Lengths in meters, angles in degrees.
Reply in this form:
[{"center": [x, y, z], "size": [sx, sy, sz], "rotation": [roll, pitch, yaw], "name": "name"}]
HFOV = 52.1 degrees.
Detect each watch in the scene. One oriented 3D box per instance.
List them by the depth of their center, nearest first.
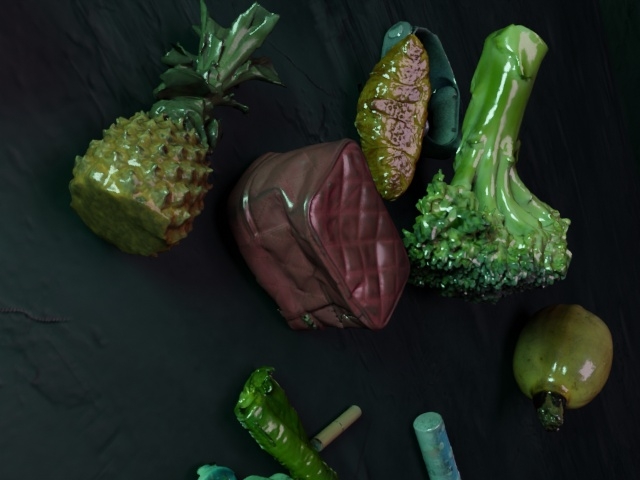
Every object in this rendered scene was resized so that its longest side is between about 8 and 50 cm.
[{"center": [0.162, -0.233, 1.050], "size": [0.193, 0.068, 0.207], "rotation": [38, 53, -40], "name": "watch"}]

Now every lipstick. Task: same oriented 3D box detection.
[{"center": [0.021, 0.237, 0.830], "size": [0.094, 0.019, 0.019], "rotation": [-22, 103, -52], "name": "lipstick"}, {"center": [0.185, 0.344, 1.010], "size": [0.048, 0.048, 0.158], "rotation": [-37, 114, -49], "name": "lipstick"}]

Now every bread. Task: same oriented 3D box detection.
[{"center": [0.098, -0.173, 0.935], "size": [0.104, 0.076, 0.233], "rotation": [4, 96, -25], "name": "bread"}]

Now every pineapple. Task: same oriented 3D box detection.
[{"center": [-0.119, -0.113, 0.617], "size": [0.130, 0.119, 0.277], "rotation": [38, 52, -21], "name": "pineapple"}]

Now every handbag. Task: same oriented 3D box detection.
[{"center": [0.000, 0.000, 0.744], "size": [0.225, 0.135, 0.146], "rotation": [60, 42, -35], "name": "handbag"}]

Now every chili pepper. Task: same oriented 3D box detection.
[{"center": [0.002, 0.302, 0.759], "size": [0.085, 0.076, 0.359], "rotation": [-80, 148, -62], "name": "chili pepper"}]

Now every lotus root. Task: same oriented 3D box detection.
[{"center": [0.473, 0.249, 1.298], "size": [0.310, 0.182, 0.183], "rotation": [-47, 122, -45], "name": "lotus root"}]

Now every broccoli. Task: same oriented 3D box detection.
[{"center": [0.277, -0.090, 1.024], "size": [0.353, 0.274, 0.397], "rotation": [85, 16, -67], "name": "broccoli"}]

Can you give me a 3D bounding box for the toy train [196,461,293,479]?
[{"center": [-0.110, 0.328, 0.565], "size": [0.298, 0.120, 0.194], "rotation": [-16, 103, -53], "name": "toy train"}]
